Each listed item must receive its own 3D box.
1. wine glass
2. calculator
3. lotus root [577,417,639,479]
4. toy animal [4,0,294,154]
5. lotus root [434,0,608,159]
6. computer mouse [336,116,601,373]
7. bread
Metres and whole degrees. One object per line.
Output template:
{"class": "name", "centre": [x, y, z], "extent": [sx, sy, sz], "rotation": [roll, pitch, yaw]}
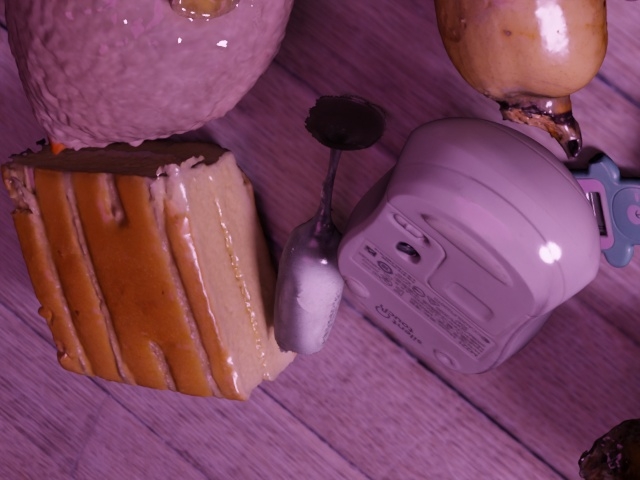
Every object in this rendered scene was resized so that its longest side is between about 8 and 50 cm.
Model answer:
{"class": "wine glass", "centre": [0.000, 0.000, 1.218], "extent": [0.074, 0.074, 0.262], "rotation": [28, 133, 18]}
{"class": "calculator", "centre": [0.209, -0.022, 1.084], "extent": [0.141, 0.019, 0.094], "rotation": [0, 115, 36]}
{"class": "lotus root", "centre": [0.379, 0.226, 1.008], "extent": [0.397, 0.179, 0.196], "rotation": [23, 127, 22]}
{"class": "toy animal", "centre": [-0.134, -0.200, 1.097], "extent": [0.226, 0.188, 0.358], "rotation": [37, 126, 15]}
{"class": "lotus root", "centre": [0.139, -0.159, 0.974], "extent": [0.118, 0.125, 0.221], "rotation": [-8, 117, 7]}
{"class": "computer mouse", "centre": [0.114, -0.005, 1.074], "extent": [0.184, 0.121, 0.297], "rotation": [35, 161, 7]}
{"class": "bread", "centre": [-0.168, 0.019, 1.320], "extent": [0.239, 0.111, 0.246], "rotation": [5, 120, 33]}
